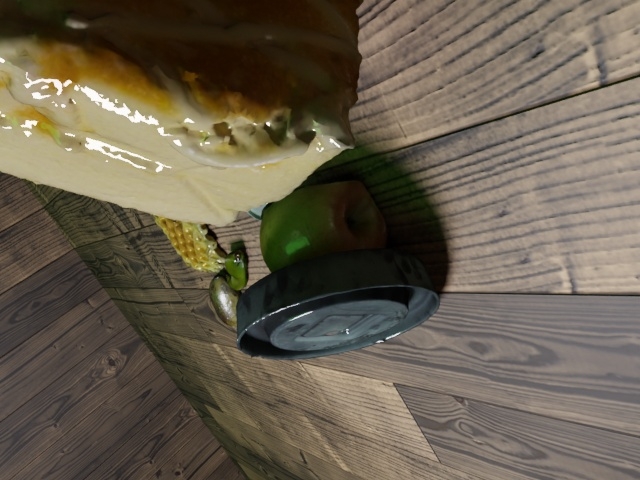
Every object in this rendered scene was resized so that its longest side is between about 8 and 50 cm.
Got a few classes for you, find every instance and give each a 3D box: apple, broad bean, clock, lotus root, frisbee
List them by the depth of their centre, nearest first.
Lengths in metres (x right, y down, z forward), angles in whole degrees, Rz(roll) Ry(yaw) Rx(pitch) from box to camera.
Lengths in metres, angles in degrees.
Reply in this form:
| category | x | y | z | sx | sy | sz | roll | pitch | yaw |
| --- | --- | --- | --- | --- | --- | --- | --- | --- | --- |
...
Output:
| category | x | y | z | sx | sy | sz | roll | pitch | yaw |
| --- | --- | --- | --- | --- | --- | --- | --- | --- | --- |
| clock | 0.024 | 0.110 | 0.823 | 0.319 | 0.319 | 0.066 | 118 | 143 | -58 |
| apple | 0.000 | 0.000 | 0.862 | 0.207 | 0.174 | 0.188 | 39 | 154 | -13 |
| frisbee | -0.138 | -0.088 | 1.083 | 0.110 | 0.014 | 0.110 | 33 | 145 | 28 |
| broad bean | -0.210 | 0.073 | 1.318 | 0.070 | 0.048 | 0.213 | 44 | 152 | 9 |
| lotus root | -0.258 | 0.172 | 1.456 | 0.089 | 0.080 | 0.179 | 10 | 132 | 45 |

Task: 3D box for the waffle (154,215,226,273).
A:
| category | x | y | z | sx | sy | sz | roll | pitch | yaw |
| --- | --- | --- | --- | --- | --- | --- | --- | --- | --- |
| waffle | -0.356 | -0.010 | 1.413 | 0.261 | 0.056 | 0.250 | -11 | 115 | 54 |

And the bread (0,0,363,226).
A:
| category | x | y | z | sx | sy | sz | roll | pitch | yaw |
| --- | --- | --- | --- | --- | --- | --- | --- | --- | --- |
| bread | -0.184 | -0.236 | 0.541 | 0.390 | 0.371 | 0.279 | 17 | 155 | -30 |
